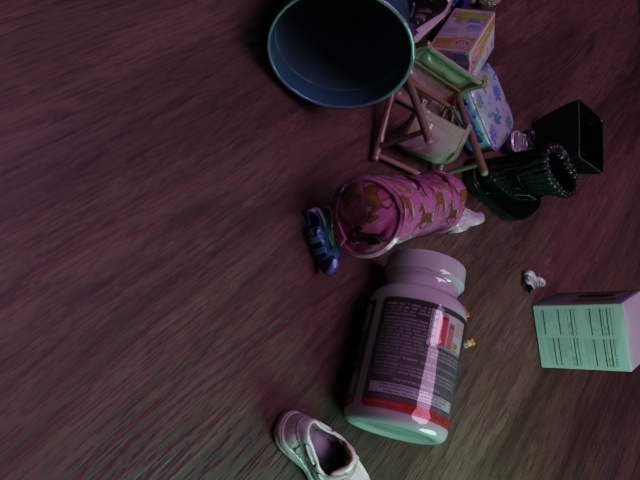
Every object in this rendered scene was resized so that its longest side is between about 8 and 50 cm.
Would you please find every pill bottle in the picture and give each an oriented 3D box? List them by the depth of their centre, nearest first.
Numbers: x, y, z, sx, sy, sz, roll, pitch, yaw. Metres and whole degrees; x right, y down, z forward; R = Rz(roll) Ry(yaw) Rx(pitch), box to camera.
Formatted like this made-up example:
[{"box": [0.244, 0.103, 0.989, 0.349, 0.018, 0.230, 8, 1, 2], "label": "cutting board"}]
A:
[{"box": [0.186, 0.214, 1.355, 0.210, 0.210, 0.363, 34, 62, -39], "label": "pill bottle"}]

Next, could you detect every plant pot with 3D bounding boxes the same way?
[{"box": [0.049, -0.441, 1.278, 0.271, 0.271, 0.255, 39, 43, -36], "label": "plant pot"}, {"box": [0.769, -0.310, 2.070, 0.187, 0.167, 0.188, 17, 74, -45], "label": "plant pot"}]

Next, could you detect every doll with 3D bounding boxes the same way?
[{"box": [0.360, -0.654, 1.758, 0.189, 0.046, 0.129, -39, 134, -45], "label": "doll"}]

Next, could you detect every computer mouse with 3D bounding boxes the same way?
[{"box": [0.593, -0.290, 1.976, 0.193, 0.042, 0.106, 0, 89, -52], "label": "computer mouse"}]

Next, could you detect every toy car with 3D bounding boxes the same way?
[{"box": [0.359, 0.220, 1.652, 0.040, 0.060, 0.122, -24, 97, -13], "label": "toy car"}]

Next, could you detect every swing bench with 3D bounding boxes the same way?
[{"box": [0.258, -0.286, 1.536, 0.253, 0.165, 0.255, 17, 69, -43], "label": "swing bench"}]

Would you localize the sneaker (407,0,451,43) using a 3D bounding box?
[{"box": [0.214, -0.545, 1.566, 0.124, 0.107, 0.283, 55, 50, -19], "label": "sneaker"}]

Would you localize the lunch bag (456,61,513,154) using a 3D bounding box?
[{"box": [0.428, -0.352, 1.771, 0.176, 0.090, 0.219, -50, 120, -39], "label": "lunch bag"}]

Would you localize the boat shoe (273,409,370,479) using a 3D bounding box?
[{"box": [0.025, 0.419, 1.241, 0.277, 0.096, 0.098, 48, 53, -31], "label": "boat shoe"}]

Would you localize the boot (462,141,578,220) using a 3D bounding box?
[{"box": [0.578, -0.148, 1.778, 0.348, 0.260, 0.131, 16, 73, -44], "label": "boot"}]

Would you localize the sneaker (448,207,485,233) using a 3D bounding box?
[{"box": [0.377, -0.062, 1.707, 0.152, 0.053, 0.061, -20, 97, -45], "label": "sneaker"}]

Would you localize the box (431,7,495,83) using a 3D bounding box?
[{"box": [0.361, -0.492, 1.681, 0.203, 0.114, 0.103, -56, 149, -34], "label": "box"}]

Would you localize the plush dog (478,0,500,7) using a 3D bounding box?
[{"box": [0.502, -0.803, 1.790, 0.225, 0.210, 0.262, 12, 74, -64], "label": "plush dog"}]

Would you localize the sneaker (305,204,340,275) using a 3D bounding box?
[{"box": [0.000, 0.000, 1.304, 0.059, 0.053, 0.144, 1, 76, -47], "label": "sneaker"}]

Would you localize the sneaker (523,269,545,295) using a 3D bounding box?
[{"box": [0.632, 0.136, 1.964, 0.098, 0.038, 0.069, 29, 66, -30], "label": "sneaker"}]

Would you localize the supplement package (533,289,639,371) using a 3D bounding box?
[{"box": [0.811, 0.264, 1.968, 0.199, 0.262, 0.198, -12, 94, -47], "label": "supplement package"}]

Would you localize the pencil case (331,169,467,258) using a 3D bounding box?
[{"box": [0.172, -0.065, 1.367, 0.386, 0.167, 0.160, -14, 125, -57], "label": "pencil case"}]
